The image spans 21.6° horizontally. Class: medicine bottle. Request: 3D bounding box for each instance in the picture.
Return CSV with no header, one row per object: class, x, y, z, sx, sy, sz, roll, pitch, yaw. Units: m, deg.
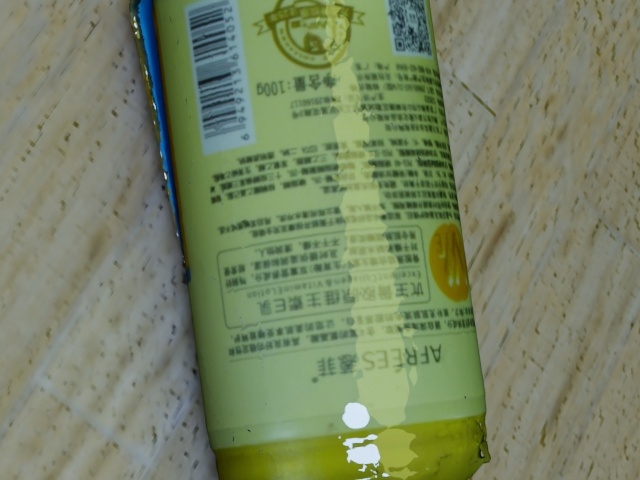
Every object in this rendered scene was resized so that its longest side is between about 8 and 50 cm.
medicine bottle,0.000,0.000,0.691,0.124,0.124,0.239,-5,85,-34
